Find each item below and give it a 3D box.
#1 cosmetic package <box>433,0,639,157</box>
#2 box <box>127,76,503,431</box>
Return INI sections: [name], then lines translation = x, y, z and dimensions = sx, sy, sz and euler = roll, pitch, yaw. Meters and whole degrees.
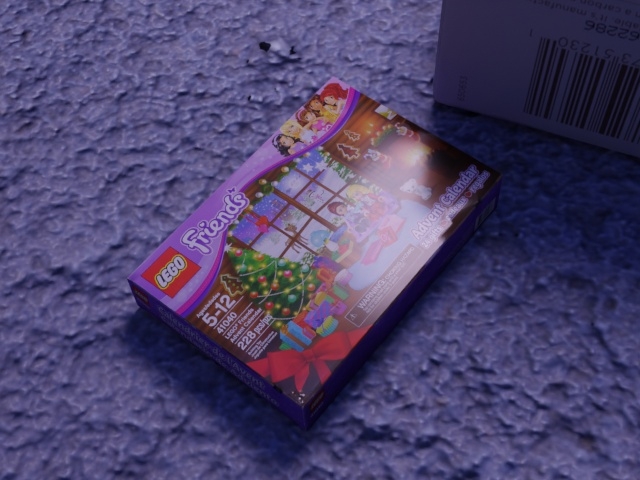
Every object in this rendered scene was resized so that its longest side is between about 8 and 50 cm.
[cosmetic package]
translation = 0.324, -0.330, 0.968
dimensions = 0.330, 0.327, 0.393
euler = 16, 59, 12
[box]
translation = 0.000, 0.000, 0.930
dimensions = 0.201, 0.057, 0.293
euler = 33, 65, 21
